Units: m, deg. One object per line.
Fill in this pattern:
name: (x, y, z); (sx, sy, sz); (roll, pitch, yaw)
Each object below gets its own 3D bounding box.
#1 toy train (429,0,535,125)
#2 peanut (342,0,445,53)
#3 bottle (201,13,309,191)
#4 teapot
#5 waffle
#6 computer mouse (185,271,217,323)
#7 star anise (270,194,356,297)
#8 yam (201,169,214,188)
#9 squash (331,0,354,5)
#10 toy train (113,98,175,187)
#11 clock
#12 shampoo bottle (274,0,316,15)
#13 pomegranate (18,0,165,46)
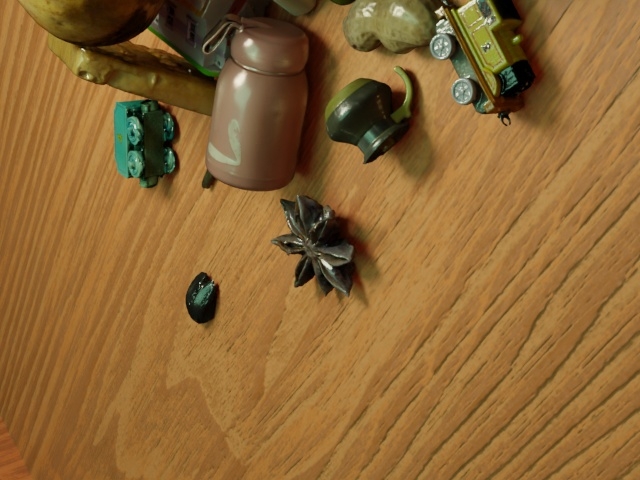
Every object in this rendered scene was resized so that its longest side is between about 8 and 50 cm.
toy train: (0.244, -0.275, 1.532); (0.127, 0.089, 0.219); (-34, 74, 39)
peanut: (0.111, -0.349, 1.668); (0.227, 0.085, 0.104); (13, 122, 50)
bottle: (-0.124, -0.253, 1.892); (0.173, 0.206, 0.297); (-97, 17, -59)
teapot: (0.089, -0.210, 1.726); (0.165, 0.130, 0.119); (-42, 83, 15)
waffle: (-0.366, -0.342, 2.032); (0.348, 0.304, 0.078); (40, 115, 59)
computer mouse: (-0.268, 0.131, 2.316); (0.079, 0.047, 0.135); (46, 131, 30)
star anise: (0.000, 0.001, 1.920); (0.230, 0.081, 0.262); (58, 149, 21)
yam: (-0.202, -0.194, 2.148); (0.027, 0.029, 0.234); (35, 130, 5)
squash: (0.024, -0.465, 1.623); (0.087, 0.087, 0.331); (62, 180, 16)
toy train: (-0.392, -0.222, 2.308); (0.154, 0.107, 0.198); (31, 125, 50)
clock: (-0.196, -0.497, 1.932); (0.235, 0.166, 0.310); (41, 138, 35)
shampoo bottle: (-0.098, -0.465, 1.733); (0.071, 0.284, 0.153); (-15, 89, 24)
pomegranate: (-0.382, -0.488, 1.782); (0.322, 0.322, 0.322); (20, 117, 46)
